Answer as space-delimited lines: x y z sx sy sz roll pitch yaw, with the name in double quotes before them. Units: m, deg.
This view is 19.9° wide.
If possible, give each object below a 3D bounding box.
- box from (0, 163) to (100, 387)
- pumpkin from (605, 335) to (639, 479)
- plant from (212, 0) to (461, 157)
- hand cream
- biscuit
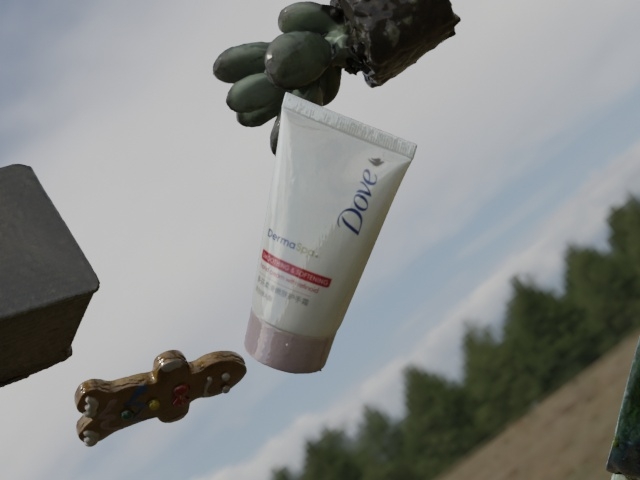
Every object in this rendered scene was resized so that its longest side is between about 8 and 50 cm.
"box" -0.386 0.057 1.869 0.273 0.184 0.143 -18 -26 -36
"pumpkin" 0.348 0.100 1.415 0.293 0.197 0.263 -3 -68 -72
"plant" 0.014 -0.220 2.036 0.274 0.146 0.149 -36 -21 -2
"hand cream" 0.000 0.000 1.679 0.083 0.133 0.248 -38 -35 -63
"biscuit" -0.179 0.174 2.077 0.205 0.031 0.138 -16 -34 -17
